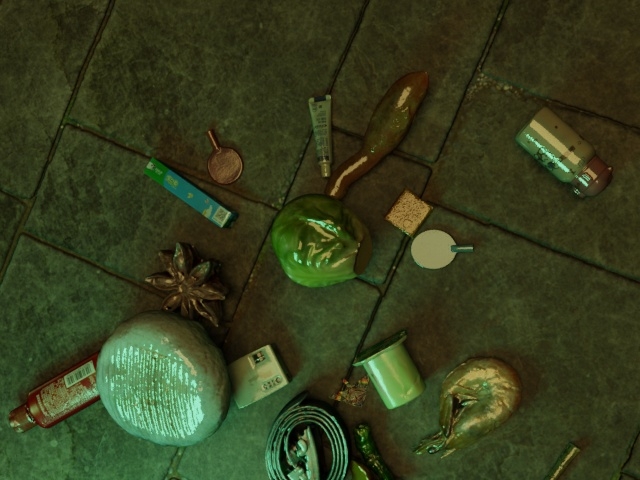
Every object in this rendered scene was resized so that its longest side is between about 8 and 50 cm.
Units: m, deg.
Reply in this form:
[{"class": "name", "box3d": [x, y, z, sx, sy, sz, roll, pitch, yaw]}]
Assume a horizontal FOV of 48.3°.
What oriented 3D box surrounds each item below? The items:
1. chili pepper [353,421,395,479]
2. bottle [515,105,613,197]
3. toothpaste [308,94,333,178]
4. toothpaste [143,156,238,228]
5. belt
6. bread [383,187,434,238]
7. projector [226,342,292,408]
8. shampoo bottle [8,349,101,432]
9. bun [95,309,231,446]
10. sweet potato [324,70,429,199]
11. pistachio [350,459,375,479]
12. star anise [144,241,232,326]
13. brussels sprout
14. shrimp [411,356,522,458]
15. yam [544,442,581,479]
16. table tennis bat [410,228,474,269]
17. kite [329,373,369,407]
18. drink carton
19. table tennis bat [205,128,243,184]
[{"class": "chili pepper", "box3d": [0.131, 0.532, 1.736, 0.050, 0.073, 0.182, -26, 78, -18]}, {"class": "bottle", "box3d": [0.574, -0.200, 1.666, 0.233, 0.110, 0.110, 45, 96, 9]}, {"class": "toothpaste", "box3d": [0.007, -0.265, 1.818, 0.062, 0.037, 0.216, -7, 82, 11]}, {"class": "toothpaste", "box3d": [-0.337, -0.123, 1.864, 0.267, 0.065, 0.050, 35, 97, 10]}, {"class": "belt", "box3d": [-0.028, 0.501, 1.748, 0.206, 0.116, 0.267, 1, 90, 8]}, {"class": "bread", "box3d": [0.218, -0.067, 1.766, 0.090, 0.035, 0.094, 37, 94, 11]}, {"class": "projector", "box3d": [-0.161, 0.341, 1.808, 0.147, 0.061, 0.115, -29, 84, 8]}, {"class": "shampoo bottle", "box3d": [-0.681, 0.412, 1.899, 0.314, 0.076, 0.118, -31, 83, 9]}, {"class": "bun", "box3d": [-0.371, 0.336, 1.754, 0.362, 0.211, 0.362, 5, 102, 25]}, {"class": "sweet potato", "box3d": [0.145, -0.255, 1.760, 0.109, 0.109, 0.385, 39, 107, 10]}, {"class": "pistachio", "box3d": [0.110, 0.603, 1.734, 0.089, 0.049, 0.173, 1, 108, 48]}, {"class": "star anise", "box3d": [-0.326, 0.110, 1.831, 0.223, 0.109, 0.236, -15, 99, 33]}, {"class": "brussels sprout", "box3d": [0.000, 0.000, 1.727, 0.244, 0.244, 0.244, -1, 87, 11]}, {"class": "shrimp", "box3d": [0.336, 0.402, 1.708, 0.317, 0.077, 0.168, -36, 71, 3]}, {"class": "yam", "box3d": [0.559, 0.532, 1.674, 0.033, 0.027, 0.129, 36, 93, -21]}, {"class": "table tennis bat", "box3d": [0.299, 0.021, 1.756, 0.155, 0.019, 0.100, -4, 86, 13]}, {"class": "kite", "box3d": [0.082, 0.378, 1.787, 0.122, 0.004, 0.090, -37, 81, 7]}, {"class": "drink carton", "box3d": [0.174, 0.314, 1.708, 0.146, 0.144, 0.142, -28, 88, 9]}, {"class": "table tennis bat", "box3d": [-0.263, -0.220, 1.878, 0.098, 0.019, 0.154, -26, 85, 9]}]
